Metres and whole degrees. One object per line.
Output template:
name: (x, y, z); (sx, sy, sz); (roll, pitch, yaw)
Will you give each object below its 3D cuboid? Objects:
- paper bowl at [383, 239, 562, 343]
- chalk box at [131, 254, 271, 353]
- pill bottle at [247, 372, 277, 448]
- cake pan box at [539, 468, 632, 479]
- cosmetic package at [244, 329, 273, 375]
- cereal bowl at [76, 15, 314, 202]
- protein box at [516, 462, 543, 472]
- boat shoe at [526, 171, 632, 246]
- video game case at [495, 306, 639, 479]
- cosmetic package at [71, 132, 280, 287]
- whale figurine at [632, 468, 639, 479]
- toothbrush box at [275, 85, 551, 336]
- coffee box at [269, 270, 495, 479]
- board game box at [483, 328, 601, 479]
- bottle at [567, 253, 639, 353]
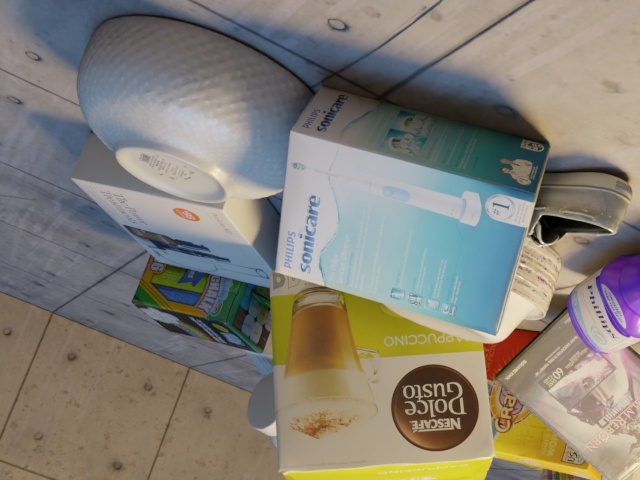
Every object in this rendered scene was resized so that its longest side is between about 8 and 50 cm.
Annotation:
paper bowl: (0.195, 0.053, 1.588); (0.284, 0.148, 0.284); (20, 171, 4)
chalk box: (-0.184, 0.099, 2.138); (0.289, 0.179, 0.180); (10, 160, 25)
pill bottle: (-0.003, 0.385, 2.285); (0.301, 0.169, 0.169); (32, 159, -36)
cake pan box: (0.533, 0.379, 2.116); (0.070, 0.245, 0.267); (26, 163, -8)
cosmetic package: (0.084, 0.248, 2.327); (0.453, 0.161, 0.230); (15, 163, 13)
cereal bowl: (-0.170, -0.145, 1.439); (0.339, 0.141, 0.339); (17, 164, 5)
protein box: (0.490, 0.441, 2.529); (0.201, 0.136, 0.200); (21, 162, -3)
boat shoe: (0.287, -0.035, 1.379); (0.079, 0.081, 0.227); (29, 162, -32)
video game case: (0.456, 0.254, 1.804); (0.274, 0.196, 0.026); (42, -158, 1)
cosmetic package: (-0.216, -0.040, 1.886); (0.284, 0.097, 0.377); (10, 161, 20)
whale figurine: (0.650, 0.399, 2.292); (0.216, 0.141, 0.272); (29, 143, 22)
toothbrush box: (0.107, -0.037, 1.335); (0.296, 0.126, 0.216); (14, 127, 11)
coffee box: (0.104, 0.245, 1.854); (0.338, 0.334, 0.338); (-4, 160, 3)
board game box: (0.385, 0.289, 2.000); (0.317, 0.242, 0.064); (4, 156, 39)
bottle: (0.436, 0.081, 1.520); (0.092, 0.118, 0.283); (-23, 169, -13)
